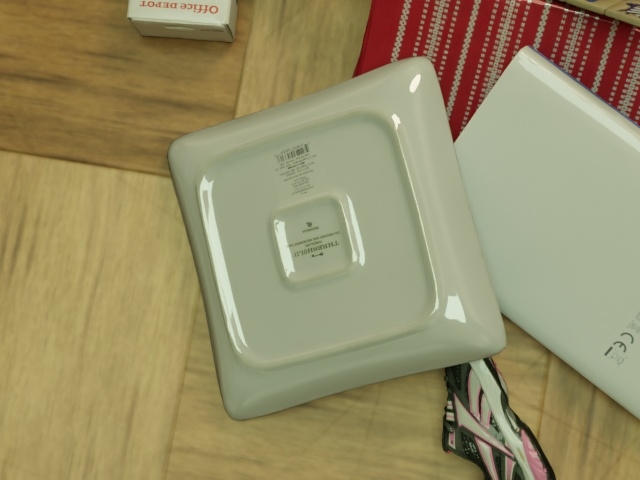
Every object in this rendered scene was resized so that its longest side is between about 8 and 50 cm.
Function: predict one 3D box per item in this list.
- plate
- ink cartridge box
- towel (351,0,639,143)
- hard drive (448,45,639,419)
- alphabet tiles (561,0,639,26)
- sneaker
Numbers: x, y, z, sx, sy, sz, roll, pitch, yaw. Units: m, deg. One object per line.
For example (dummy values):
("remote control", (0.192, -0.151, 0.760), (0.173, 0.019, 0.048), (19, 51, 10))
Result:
("plate", (0.000, 0.000, 1.136), (0.277, 0.045, 0.278), (-17, 81, 20))
("ink cartridge box", (-0.127, -0.265, 1.222), (0.099, 0.056, 0.135), (5, 81, 4))
("towel", (0.162, -0.134, 1.146), (0.274, 0.031, 0.199), (15, 121, 6))
("hard drive", (0.249, 0.007, 1.114), (0.318, 0.040, 0.210), (38, 119, 8))
("alphabet tiles", (0.302, -0.225, 1.104), (0.237, 0.009, 0.198), (28, 40, 35))
("sneaker", (0.136, 0.157, 1.136), (0.077, 0.072, 0.178), (-30, 75, 9))
